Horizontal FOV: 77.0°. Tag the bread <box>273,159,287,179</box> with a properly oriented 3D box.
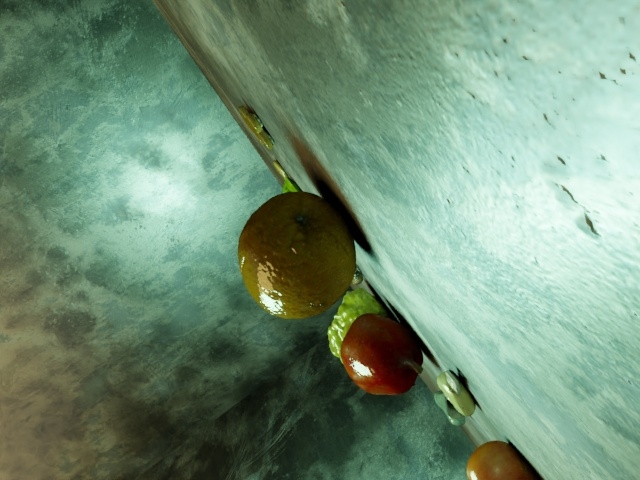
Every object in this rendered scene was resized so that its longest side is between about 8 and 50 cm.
[{"bbox_3d":[-0.184,-0.324,1.853,0.110,0.024,0.110,53,178,3],"label":"bread"}]

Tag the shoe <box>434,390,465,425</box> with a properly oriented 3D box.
[{"bbox_3d":[0.494,0.616,1.530,0.195,0.079,0.078,-102,12,-76],"label":"shoe"}]

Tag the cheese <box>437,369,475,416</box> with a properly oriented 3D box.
[{"bbox_3d":[0.351,0.389,1.052,0.127,0.050,0.255,53,178,35],"label":"cheese"}]

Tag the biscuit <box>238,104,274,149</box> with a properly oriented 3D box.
[{"bbox_3d":[-0.231,-0.407,1.425,0.158,0.035,0.240,58,175,-35],"label":"biscuit"}]

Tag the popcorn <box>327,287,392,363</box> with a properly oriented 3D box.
[{"bbox_3d":[0.187,0.385,1.727,0.292,0.294,0.334,25,144,2],"label":"popcorn"}]

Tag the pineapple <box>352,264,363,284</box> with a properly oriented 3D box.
[{"bbox_3d":[0.141,0.138,1.651,0.058,0.058,0.124,53,177,32],"label":"pineapple"}]

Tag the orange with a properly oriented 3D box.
[{"bbox_3d":[-0.061,0.034,1.051,0.322,0.322,0.357,53,160,24],"label":"orange"}]

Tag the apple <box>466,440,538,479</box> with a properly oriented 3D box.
[{"bbox_3d":[0.435,0.573,0.965,0.163,0.139,0.163,54,175,6],"label":"apple"}]

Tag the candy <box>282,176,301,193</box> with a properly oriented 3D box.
[{"bbox_3d":[-0.130,-0.141,1.765,0.149,0.069,0.246,49,151,37],"label":"candy"}]

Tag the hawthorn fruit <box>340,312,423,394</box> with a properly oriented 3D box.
[{"bbox_3d":[0.211,0.398,1.409,0.295,0.295,0.311,54,174,12],"label":"hawthorn fruit"}]
